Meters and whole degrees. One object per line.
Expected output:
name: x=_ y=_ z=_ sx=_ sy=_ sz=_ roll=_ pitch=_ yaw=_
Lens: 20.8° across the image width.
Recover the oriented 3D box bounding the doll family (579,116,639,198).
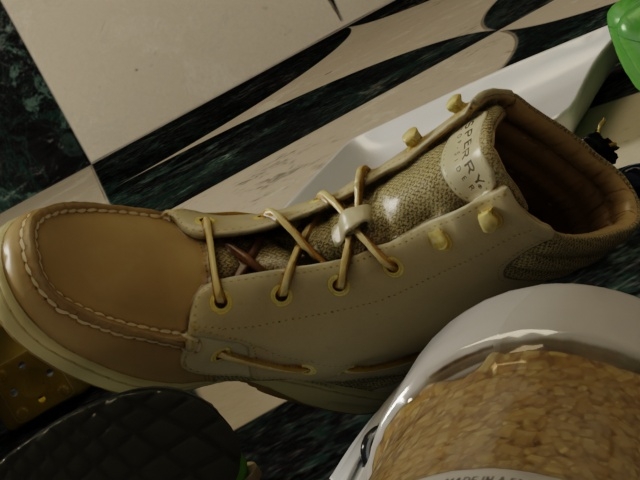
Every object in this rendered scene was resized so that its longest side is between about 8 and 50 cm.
doll family: x=0.138 y=-0.027 z=1.014 sx=0.193 sy=0.076 sz=0.111 roll=-31 pitch=6 yaw=-30

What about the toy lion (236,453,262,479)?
toy lion: x=-0.087 y=0.146 z=0.886 sx=0.100 sy=0.034 sz=0.096 roll=-25 pitch=18 yaw=26

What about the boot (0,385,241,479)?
boot: x=-0.143 y=0.135 z=0.854 sx=0.246 sy=0.083 sz=0.161 roll=-39 pitch=10 yaw=9

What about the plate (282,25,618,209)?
plate: x=0.106 y=-0.073 z=1.377 sx=0.278 sy=0.045 sz=0.277 roll=-23 pitch=13 yaw=25

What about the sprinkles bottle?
sprinkles bottle: x=0.038 y=0.126 z=0.418 sx=0.121 sy=0.121 sz=0.355 roll=-23 pitch=12 yaw=23

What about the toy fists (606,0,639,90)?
toy fists: x=0.281 y=-0.158 z=1.221 sx=0.142 sy=0.096 sz=0.279 roll=-14 pitch=13 yaw=18

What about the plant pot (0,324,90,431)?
plant pot: x=-0.221 y=0.097 z=1.313 sx=0.081 sy=0.081 sz=0.083 roll=-29 pitch=17 yaw=-6

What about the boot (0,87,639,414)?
boot: x=0.000 y=0.000 z=0.802 sx=0.262 sy=0.095 sz=0.203 roll=16 pitch=-37 yaw=-37

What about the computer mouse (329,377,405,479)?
computer mouse: x=0.036 y=0.090 z=0.800 sx=0.193 sy=0.042 sz=0.106 roll=-34 pitch=11 yaw=-27
